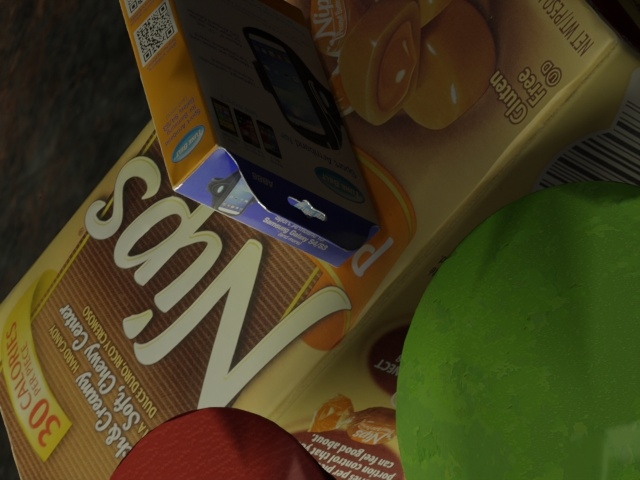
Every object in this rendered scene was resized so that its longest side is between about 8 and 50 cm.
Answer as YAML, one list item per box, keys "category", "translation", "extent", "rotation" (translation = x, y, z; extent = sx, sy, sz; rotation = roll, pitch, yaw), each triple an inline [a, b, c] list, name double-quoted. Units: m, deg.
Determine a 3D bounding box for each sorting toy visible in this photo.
- category: "sorting toy"
  translation: [0.090, 0.067, 0.619]
  extent: [0.365, 0.126, 0.127]
  rotation: [-33, 60, 29]

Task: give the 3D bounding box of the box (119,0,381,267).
- category: "box"
  translation: [-0.026, -0.047, 0.692]
  extent: [0.028, 0.081, 0.136]
  rotation: [-41, 45, 26]

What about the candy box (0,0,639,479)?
- category: "candy box"
  translation: [0.000, 0.000, 0.774]
  extent: [0.316, 0.087, 0.183]
  rotation: [-48, 41, 19]
